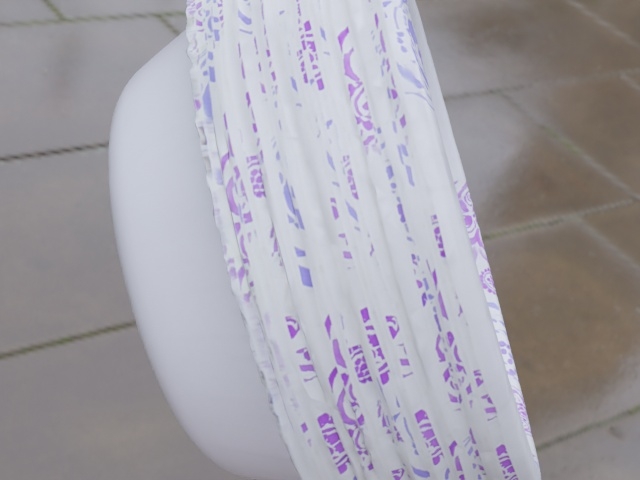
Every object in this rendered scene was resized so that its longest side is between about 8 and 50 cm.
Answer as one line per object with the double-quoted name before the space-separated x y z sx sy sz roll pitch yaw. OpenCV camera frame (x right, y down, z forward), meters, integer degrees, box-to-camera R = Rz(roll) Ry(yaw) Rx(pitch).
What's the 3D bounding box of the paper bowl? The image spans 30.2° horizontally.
"paper bowl" 0.000 0.000 0.559 0.148 0.284 0.284 -14 34 8
